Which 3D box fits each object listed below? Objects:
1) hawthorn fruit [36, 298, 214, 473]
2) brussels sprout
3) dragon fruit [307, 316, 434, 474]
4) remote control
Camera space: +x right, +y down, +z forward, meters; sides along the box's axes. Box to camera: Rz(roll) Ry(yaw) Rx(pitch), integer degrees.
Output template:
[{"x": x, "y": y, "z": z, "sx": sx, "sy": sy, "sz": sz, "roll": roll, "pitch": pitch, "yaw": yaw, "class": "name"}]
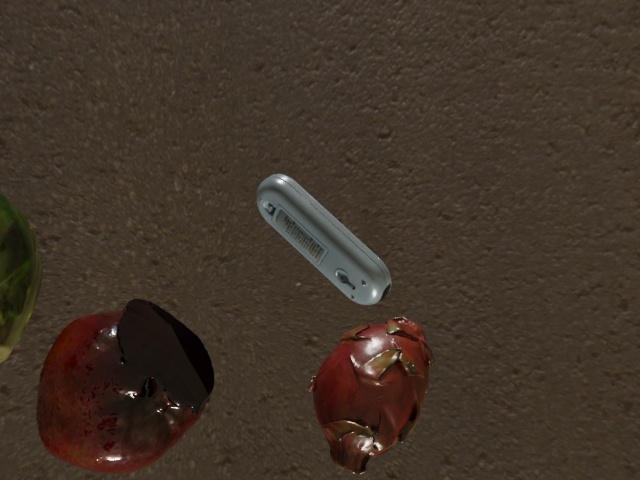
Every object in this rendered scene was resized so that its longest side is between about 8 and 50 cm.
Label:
[{"x": -0.249, "y": 0.176, "z": 0.738, "sx": 0.189, "sy": 0.251, "sz": 0.190, "roll": 20, "pitch": 62, "yaw": -42, "class": "hawthorn fruit"}, {"x": -0.664, "y": 0.053, "z": 1.128, "sx": 0.314, "sy": 0.276, "sz": 0.371, "roll": -28, "pitch": 83, "yaw": -46, "class": "brussels sprout"}, {"x": 0.098, "y": 0.298, "z": 1.247, "sx": 0.250, "sy": 0.250, "sz": 0.315, "roll": 22, "pitch": 89, "yaw": -8, "class": "dragon fruit"}, {"x": 0.000, "y": 0.000, "z": 0.895, "sx": 0.244, "sy": 0.087, "sz": 0.047, "roll": 42, "pitch": 50, "yaw": 10, "class": "remote control"}]
